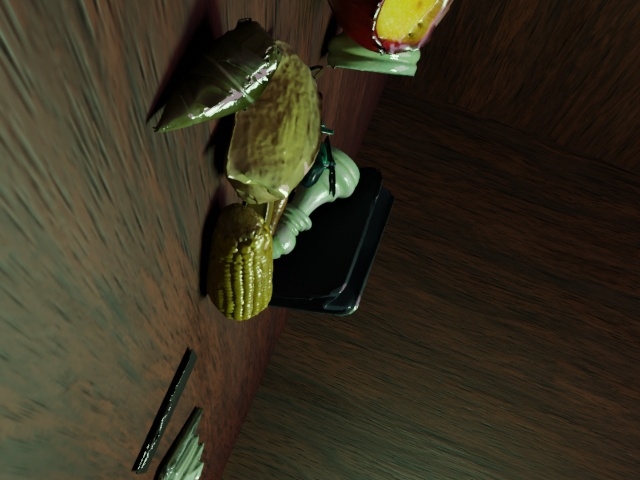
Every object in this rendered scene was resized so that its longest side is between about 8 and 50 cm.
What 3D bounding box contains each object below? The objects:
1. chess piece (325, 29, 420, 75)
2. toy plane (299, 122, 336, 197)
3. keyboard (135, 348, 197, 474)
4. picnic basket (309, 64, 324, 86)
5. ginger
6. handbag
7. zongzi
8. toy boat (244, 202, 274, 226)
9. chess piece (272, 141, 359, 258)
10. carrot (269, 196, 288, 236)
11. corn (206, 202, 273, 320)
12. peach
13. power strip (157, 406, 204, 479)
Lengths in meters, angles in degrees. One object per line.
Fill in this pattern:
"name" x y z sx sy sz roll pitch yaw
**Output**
"chess piece" 0.109 -0.448 1.219 0.176 0.176 0.298 -56 153 -76
"toy plane" -0.014 -0.166 1.296 0.235 0.096 0.060 -92 -162 -48
"keyboard" -0.238 0.264 1.066 0.074 0.015 0.196 114 -1 -73
"picnic basket" -0.033 -0.207 0.899 0.083 0.072 0.072 -53 167 -42
"ginger" -0.062 -0.135 0.828 0.122 0.115 0.193 -24 -132 64
"handbag" 0.000 0.000 1.493 0.118 0.269 0.325 52 52 -44
"zongzi" -0.104 -0.125 0.625 0.130 0.062 0.154 -47 -172 -13
"toy boat" -0.101 -0.032 1.079 0.049 0.047 0.149 -60 170 -70
"chess piece" -0.042 -0.060 1.383 0.271 0.139 0.139 -57 173 -20
"carrot" -0.098 -0.030 1.289 0.035 0.036 0.165 -62 175 -64
"corn" -0.112 0.038 0.967 0.261 0.097 0.097 105 8 -57
"peach" 0.104 -0.356 0.965 0.226 0.190 0.196 -95 165 -58
"power strip" -0.270 0.462 1.343 0.213 0.064 0.198 -62 172 -66
